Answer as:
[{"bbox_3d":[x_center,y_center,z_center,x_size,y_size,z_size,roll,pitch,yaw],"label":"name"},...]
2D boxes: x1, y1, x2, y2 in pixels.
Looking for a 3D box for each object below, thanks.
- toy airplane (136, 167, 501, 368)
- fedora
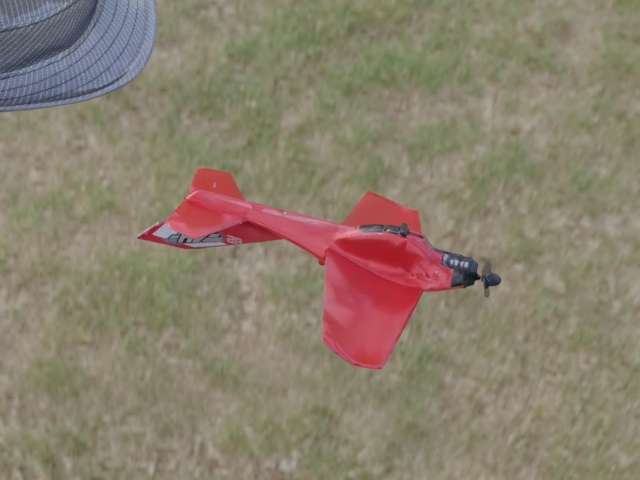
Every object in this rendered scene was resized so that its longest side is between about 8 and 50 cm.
[{"bbox_3d":[0.000,0.000,0.659,0.151,0.028,0.151,7,26,-3],"label":"toy airplane"},{"bbox_3d":[-0.215,-0.189,0.888,0.275,0.124,0.244,5,48,-15],"label":"fedora"}]
